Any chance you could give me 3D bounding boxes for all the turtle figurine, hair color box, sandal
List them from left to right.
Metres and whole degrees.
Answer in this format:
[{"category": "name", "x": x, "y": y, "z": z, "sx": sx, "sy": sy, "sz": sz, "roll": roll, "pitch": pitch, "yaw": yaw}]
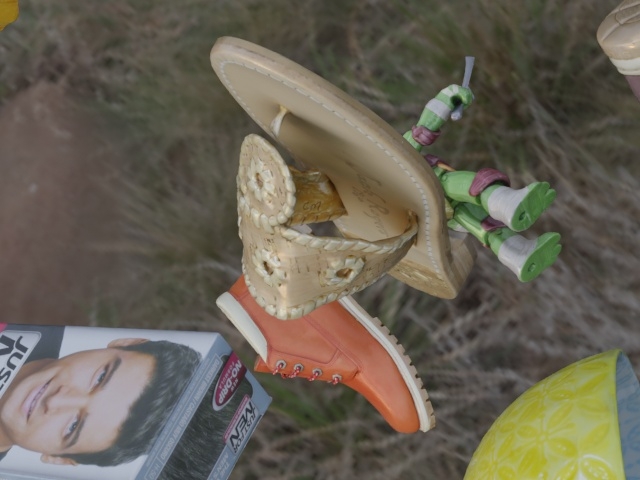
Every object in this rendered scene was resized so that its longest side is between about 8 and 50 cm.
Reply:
[{"category": "hair color box", "x": -0.253, "y": 0.188, "z": 1.631, "sx": 0.374, "sy": 0.113, "sz": 0.185, "roll": 0, "pitch": 48, "yaw": 38}, {"category": "sandal", "x": 0.005, "y": 0.002, "z": 0.694, "sx": 0.088, "sy": 0.240, "sz": 0.079, "roll": 24, "pitch": 81, "yaw": 26}, {"category": "turtle figurine", "x": 0.196, "y": -0.087, "z": 1.972, "sx": 0.266, "sy": 0.274, "sz": 0.198, "roll": 37, "pitch": 122, "yaw": 39}]

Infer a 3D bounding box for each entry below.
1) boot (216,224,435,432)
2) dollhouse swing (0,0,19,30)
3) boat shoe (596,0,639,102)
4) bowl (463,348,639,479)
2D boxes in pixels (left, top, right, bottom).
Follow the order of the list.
[{"category": "boot", "x": 0.004, "y": 0.073, "z": 1.038, "sx": 0.084, "sy": 0.059, "sz": 0.158, "roll": -39, "pitch": 86, "yaw": -12}, {"category": "dollhouse swing", "x": -0.326, "y": -0.135, "z": 1.001, "sx": 0.315, "sy": 0.347, "sz": 0.305, "roll": -9, "pitch": 43, "yaw": -16}, {"category": "boat shoe", "x": 0.302, "y": -0.161, "z": 0.980, "sx": 0.285, "sy": 0.092, "sz": 0.103, "roll": -32, "pitch": 22, "yaw": -9}, {"category": "bowl", "x": 0.153, "y": 0.227, "z": 1.067, "sx": 0.156, "sy": 0.289, "sz": 0.289, "roll": -14, "pitch": 59, "yaw": 16}]
